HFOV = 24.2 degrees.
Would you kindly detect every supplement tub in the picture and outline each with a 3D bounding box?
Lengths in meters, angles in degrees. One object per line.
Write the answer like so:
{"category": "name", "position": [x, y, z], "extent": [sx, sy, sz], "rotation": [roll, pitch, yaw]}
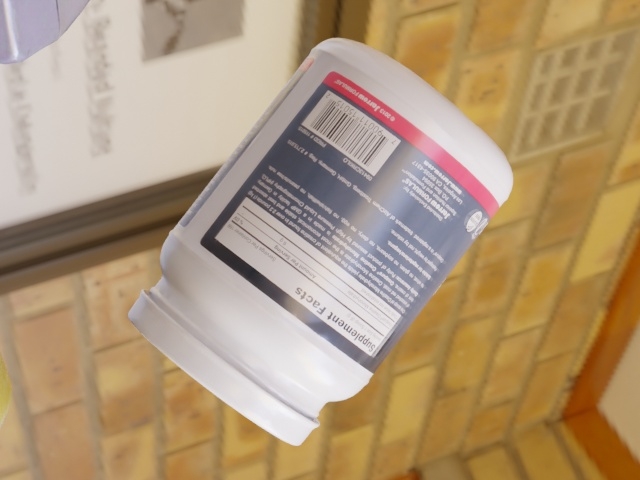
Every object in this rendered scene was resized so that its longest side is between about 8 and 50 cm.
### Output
{"category": "supplement tub", "position": [0.000, 0.000, 1.150], "extent": [0.191, 0.272, 0.191], "rotation": [38, -2, 1]}

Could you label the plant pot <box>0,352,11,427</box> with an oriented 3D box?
{"category": "plant pot", "position": [-0.289, 0.027, 0.779], "extent": [0.239, 0.254, 0.254], "rotation": [62, -11, -23]}

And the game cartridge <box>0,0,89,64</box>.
{"category": "game cartridge", "position": [-0.233, -0.171, 0.376], "extent": [0.068, 0.355, 0.230], "rotation": [-53, 150, -54]}
